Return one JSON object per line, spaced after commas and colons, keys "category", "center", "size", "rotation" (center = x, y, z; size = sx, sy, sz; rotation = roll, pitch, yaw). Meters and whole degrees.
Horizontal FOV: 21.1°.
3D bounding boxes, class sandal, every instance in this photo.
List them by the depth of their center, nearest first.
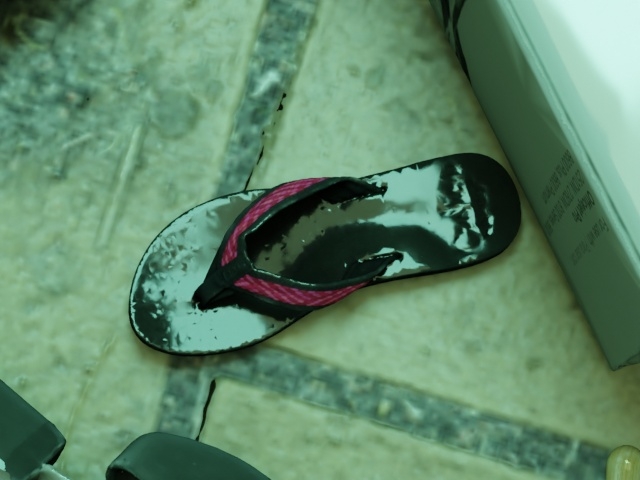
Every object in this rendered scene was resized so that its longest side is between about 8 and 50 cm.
{"category": "sandal", "center": [0.000, 0.000, 0.744], "size": [0.179, 0.040, 0.067], "rotation": [-17, 81, -2]}

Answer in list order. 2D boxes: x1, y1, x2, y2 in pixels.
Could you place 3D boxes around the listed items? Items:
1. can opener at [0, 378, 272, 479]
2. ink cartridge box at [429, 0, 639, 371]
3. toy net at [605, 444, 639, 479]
{"category": "can opener", "center": [-0.130, 0.086, 0.728], "size": [0.280, 0.074, 0.093], "rotation": [36, 49, 4]}
{"category": "ink cartridge box", "center": [0.170, -0.181, 0.706], "size": [0.285, 0.166, 0.395], "rotation": [-24, 81, -3]}
{"category": "toy net", "center": [0.156, 0.136, 0.722], "size": [0.232, 0.045, 0.122], "rotation": [-39, 84, -3]}
